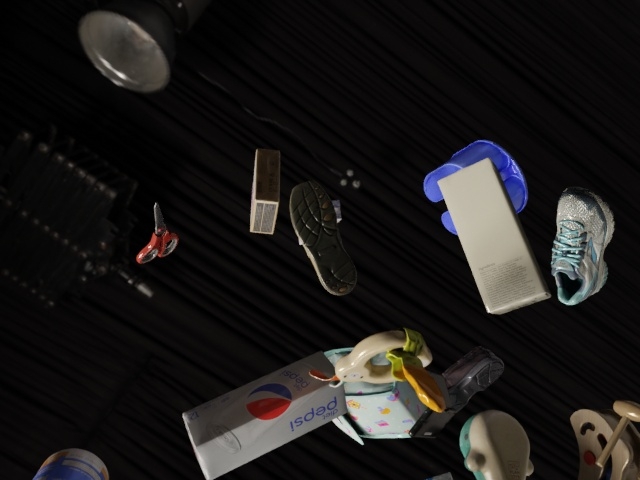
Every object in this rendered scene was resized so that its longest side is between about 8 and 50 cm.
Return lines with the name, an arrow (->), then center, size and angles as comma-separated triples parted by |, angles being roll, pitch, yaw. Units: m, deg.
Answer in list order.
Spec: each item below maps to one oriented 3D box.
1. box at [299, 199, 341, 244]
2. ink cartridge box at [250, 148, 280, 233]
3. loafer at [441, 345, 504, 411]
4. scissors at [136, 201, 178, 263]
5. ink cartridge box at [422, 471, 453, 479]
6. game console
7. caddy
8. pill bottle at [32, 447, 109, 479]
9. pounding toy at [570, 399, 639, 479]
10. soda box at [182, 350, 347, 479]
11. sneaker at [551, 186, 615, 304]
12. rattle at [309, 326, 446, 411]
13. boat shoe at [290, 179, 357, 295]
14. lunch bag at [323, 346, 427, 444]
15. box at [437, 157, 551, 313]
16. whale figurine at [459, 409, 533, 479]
box -> -0.008, -0.054, 1.770 | 0.324, 0.067, 0.063 | 135, 130, -71
ink cartridge box -> -0.194, -0.171, 1.894 | 0.193, 0.088, 0.235 | 109, 162, -54
loafer -> 0.372, 0.411, 1.528 | 0.302, 0.109, 0.095 | -35, 31, 0
scissors -> -0.366, -0.027, 1.263 | 0.109, 0.021, 0.297 | -25, -17, -35
ink cartridge box -> 0.338, 0.741, 1.503 | 0.104, 0.061, 0.181 | -21, 13, 8
game console -> 0.203, 0.312, 1.027 | 0.107, 0.071, 0.122 | -54, -39, 6
caddy -> 0.465, -0.158, 1.609 | 0.179, 0.241, 0.341 | -30, 1, -15
pill bottle -> -0.539, 0.561, 1.083 | 0.152, 0.152, 0.272 | -53, 11, 9
pounding toy -> 0.584, 0.446, 1.151 | 0.154, 0.155, 0.269 | -150, 69, -66
soda box -> -0.096, 0.316, 0.993 | 0.286, 0.098, 0.091 | -20, 32, -20
sneaker -> 0.558, 0.021, 1.171 | 0.122, 0.283, 0.110 | -35, 30, -27
rattle -> 0.084, 0.232, 0.844 | 0.199, 0.143, 0.130 | -24, -29, 11
boat shoe -> 0.000, 0.000, 1.485 | 0.122, 0.324, 0.120 | -18, -7, -5
lunch bag -> 0.098, 0.365, 1.273 | 0.262, 0.223, 0.160 | -13, 42, 25
box -> 0.326, -0.006, 1.021 | 0.113, 0.275, 0.094 | -23, -20, 25
whale figurine -> 0.440, 0.576, 1.375 | 0.141, 0.216, 0.272 | -41, 42, 51
